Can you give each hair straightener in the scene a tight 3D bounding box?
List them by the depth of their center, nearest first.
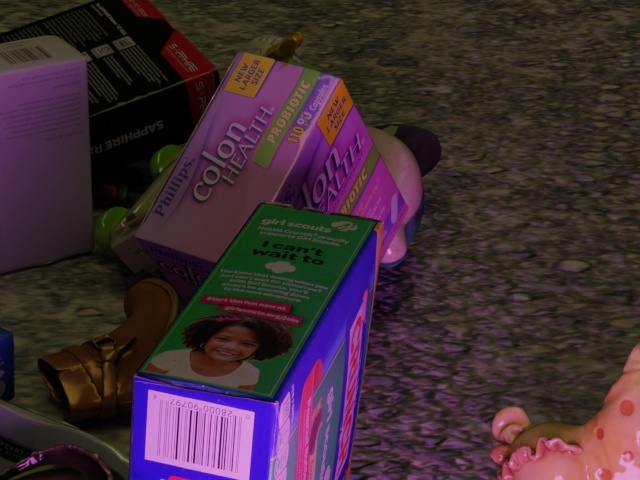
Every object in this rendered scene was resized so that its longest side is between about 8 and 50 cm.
[{"bbox_3d":[-0.266,-0.084,2.248,0.230,0.047,0.089,11,27,28],"label":"hair straightener"}]

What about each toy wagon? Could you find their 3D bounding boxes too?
[{"bbox_3d":[-0.096,-0.103,2.079,0.267,0.068,0.344,-27,20,46],"label":"toy wagon"}]

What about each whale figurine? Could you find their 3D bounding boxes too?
[{"bbox_3d":[0.000,0.000,2.053,0.216,0.141,0.272,18,55,28],"label":"whale figurine"}]

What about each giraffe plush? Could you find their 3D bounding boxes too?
[{"bbox_3d":[0.239,0.198,1.631,0.170,0.210,0.181,-23,26,15],"label":"giraffe plush"}]

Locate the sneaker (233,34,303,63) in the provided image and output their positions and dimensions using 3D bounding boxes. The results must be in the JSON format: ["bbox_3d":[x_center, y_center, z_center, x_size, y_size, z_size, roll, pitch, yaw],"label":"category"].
[{"bbox_3d":[-0.065,-0.171,2.393,0.118,0.110,0.292,-16,30,-15],"label":"sneaker"}]

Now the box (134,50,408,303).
[{"bbox_3d":[-0.039,-0.018,1.838,0.117,0.243,0.213,17,68,28],"label":"box"}]

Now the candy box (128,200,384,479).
[{"bbox_3d":[-0.052,0.154,1.549,0.122,0.268,0.317,11,28,10],"label":"candy box"}]

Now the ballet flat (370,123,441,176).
[{"bbox_3d":[0.002,-0.068,2.210,0.280,0.095,0.096,-7,36,4],"label":"ballet flat"}]

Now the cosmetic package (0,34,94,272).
[{"bbox_3d":[-0.312,-0.093,2.063,0.117,0.231,0.085,-13,31,-29],"label":"cosmetic package"}]

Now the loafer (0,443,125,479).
[{"bbox_3d":[-0.286,0.252,1.449,0.134,0.130,0.366,24,42,34],"label":"loafer"}]

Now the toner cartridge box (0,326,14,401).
[{"bbox_3d":[-0.444,0.148,1.682,0.165,0.075,0.348,18,30,29],"label":"toner cartridge box"}]

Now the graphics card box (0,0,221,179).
[{"bbox_3d":[-0.326,-0.154,2.231,0.371,0.094,0.233,-23,43,-20],"label":"graphics card box"}]

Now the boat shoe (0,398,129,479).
[{"bbox_3d":[-0.220,0.195,1.654,0.258,0.095,0.084,29,4,27],"label":"boat shoe"}]

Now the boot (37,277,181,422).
[{"bbox_3d":[-0.200,0.104,1.862,0.152,0.073,0.197,-13,28,-20],"label":"boot"}]
